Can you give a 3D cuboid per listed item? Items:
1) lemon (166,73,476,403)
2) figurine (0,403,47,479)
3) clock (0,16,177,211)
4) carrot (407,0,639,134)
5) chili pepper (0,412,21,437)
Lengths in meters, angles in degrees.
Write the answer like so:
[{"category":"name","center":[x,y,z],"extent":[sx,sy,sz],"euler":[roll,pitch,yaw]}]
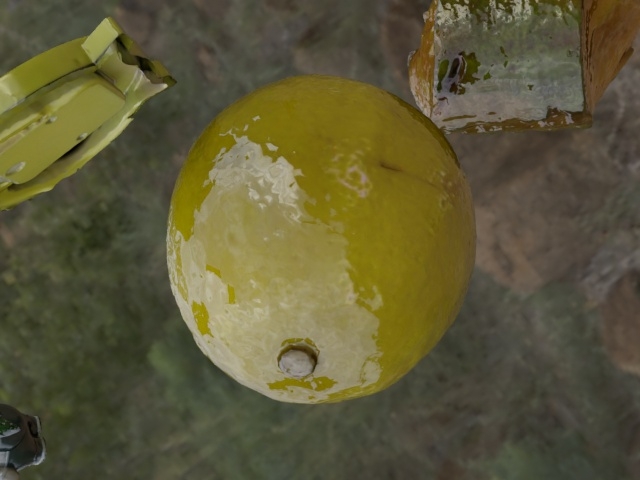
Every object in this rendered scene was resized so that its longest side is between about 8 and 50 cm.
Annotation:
[{"category":"lemon","center":[0.000,0.000,1.401],"extent":[0.348,0.348,0.348],"euler":[50,165,19]},{"category":"figurine","center":[-0.403,0.229,1.498],"extent":[0.126,0.192,0.147],"euler":[-37,61,45]},{"category":"clock","center":[-0.306,-0.135,1.470],"extent":[0.071,0.293,0.277],"euler":[52,177,10]},{"category":"carrot","center":[0.274,-0.257,1.744],"extent":[0.241,0.340,0.241],"euler":[-6,-90,-82]},{"category":"chili pepper","center":[-0.368,0.177,1.153],"extent":[0.098,0.224,0.061],"euler":[163,101,-79]}]
